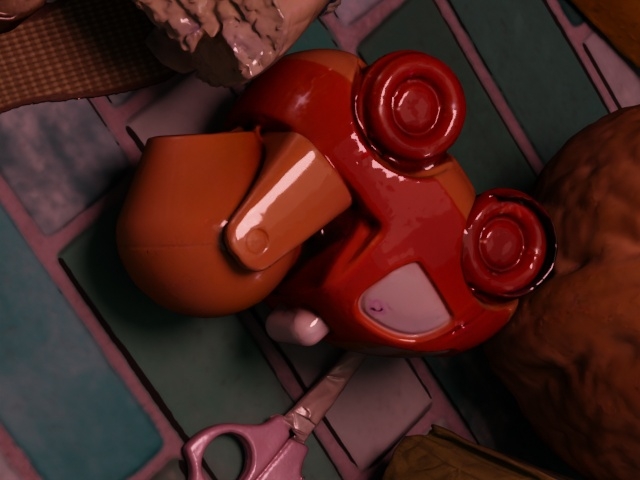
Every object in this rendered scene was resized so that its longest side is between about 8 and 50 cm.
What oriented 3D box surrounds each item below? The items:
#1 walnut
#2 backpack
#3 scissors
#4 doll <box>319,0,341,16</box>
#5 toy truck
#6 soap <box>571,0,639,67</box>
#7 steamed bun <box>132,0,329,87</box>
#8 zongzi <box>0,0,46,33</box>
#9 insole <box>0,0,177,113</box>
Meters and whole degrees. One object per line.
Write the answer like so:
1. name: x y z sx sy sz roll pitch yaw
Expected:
1. walnut: 0.271 0.048 1.322 0.332 0.333 0.333 4 84 -34
2. backpack: 0.164 0.240 1.309 0.253 0.207 0.140 30 85 -37
3. scissors: -0.014 0.129 1.302 0.110 0.021 0.212 49 62 -17
4. doll: -0.022 -0.190 1.312 0.083 0.050 0.076 -37 102 -29
5. toy truck: 0.000 0.000 1.233 0.239 0.189 0.265 -44 109 -19
6. soap: 0.307 -0.316 1.518 0.204 0.096 0.324 43 64 -23
7. steamed bun: -0.093 -0.209 1.188 0.200 0.170 0.226 -32 103 -62
8. zongzi: -0.327 -0.159 1.063 0.286 0.134 0.288 37 80 -31
9. insole: -0.172 -0.132 1.228 0.253 0.005 0.086 -23 98 -34
